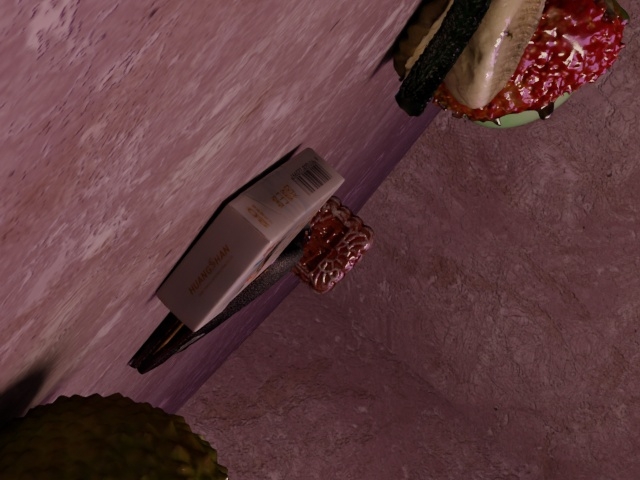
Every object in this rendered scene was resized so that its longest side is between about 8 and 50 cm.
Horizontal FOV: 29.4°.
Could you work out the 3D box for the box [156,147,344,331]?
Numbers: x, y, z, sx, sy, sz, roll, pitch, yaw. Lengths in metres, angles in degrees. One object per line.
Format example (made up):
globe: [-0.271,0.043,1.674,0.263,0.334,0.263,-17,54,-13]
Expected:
box: [-0.074,-0.007,1.362,0.149,0.067,0.233,-51,176,28]

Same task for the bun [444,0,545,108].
bun: [0.232,-0.302,1.697,0.210,0.116,0.237,-40,156,-57]

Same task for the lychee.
lychee: [-0.198,0.256,1.043,0.270,0.270,0.320,-49,149,-7]

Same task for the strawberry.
strawberry: [0.315,-0.290,1.843,0.306,0.233,0.138,-47,-173,1]

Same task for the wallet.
wallet: [-0.128,0.071,1.638,0.262,0.071,0.221,-43,179,11]

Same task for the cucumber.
cucumber: [0.151,-0.234,1.434,0.044,0.043,0.256,-49,174,-35]

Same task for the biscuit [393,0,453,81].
biscuit: [0.164,-0.299,1.488,0.273,0.036,0.187,-50,177,30]

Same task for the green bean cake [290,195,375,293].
green bean cake: [0.000,0.000,1.898,0.135,0.136,0.056,-48,176,7]

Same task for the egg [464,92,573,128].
egg: [0.326,-0.307,2.019,0.270,0.220,0.220,-37,177,-2]
